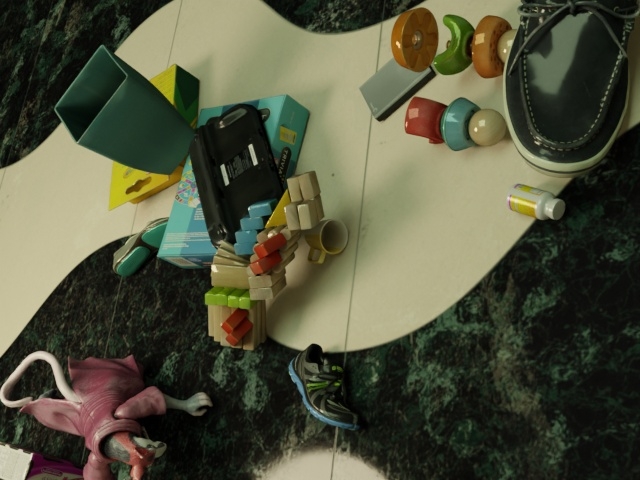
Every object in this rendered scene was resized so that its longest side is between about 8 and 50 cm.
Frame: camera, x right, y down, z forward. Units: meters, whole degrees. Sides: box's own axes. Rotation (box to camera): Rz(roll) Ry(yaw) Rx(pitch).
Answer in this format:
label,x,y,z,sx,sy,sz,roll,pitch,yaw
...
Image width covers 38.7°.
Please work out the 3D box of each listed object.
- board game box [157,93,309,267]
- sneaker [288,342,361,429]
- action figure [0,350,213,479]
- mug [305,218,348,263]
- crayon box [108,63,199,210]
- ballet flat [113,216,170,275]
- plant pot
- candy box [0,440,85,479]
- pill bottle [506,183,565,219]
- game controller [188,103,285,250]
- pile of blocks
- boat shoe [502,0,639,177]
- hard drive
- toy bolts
label,x,y,z,sx,sy,sz,roll,pitch,yaw
board game box,-0.174,-0.112,1.818,0.254,0.079,0.335,-1,68,42
sneaker,0.010,0.234,1.470,0.078,0.067,0.188,-55,40,14
action figure,-0.388,0.312,1.669,0.248,0.276,0.370,-56,29,-4
mug,0.000,-0.004,1.610,0.078,0.062,0.064,-41,26,-28
crayon box,-0.377,-0.219,2.063,0.202,0.081,0.318,-22,54,33
ballet flat,-0.370,-0.005,1.951,0.213,0.072,0.068,-38,43,23
plant pot,-0.376,-0.241,1.843,0.165,0.234,0.165,-50,44,8
candy box,-0.584,0.459,1.834,0.233,0.159,0.071,1,68,44
pill bottle,0.320,-0.056,1.354,0.083,0.043,0.043,24,86,47
game controller,-0.161,-0.125,1.722,0.167,0.067,0.319,-28,51,11
pile of blocks,-0.118,0.037,1.561,0.149,0.112,0.362,28,109,7
boat shoe,0.376,-0.332,1.342,0.187,0.156,0.499,9,72,17
hard drive,0.139,-0.290,1.665,0.135,0.022,0.094,-40,47,20
toy bolts,0.227,-0.258,1.454,0.159,0.218,0.228,14,96,40
